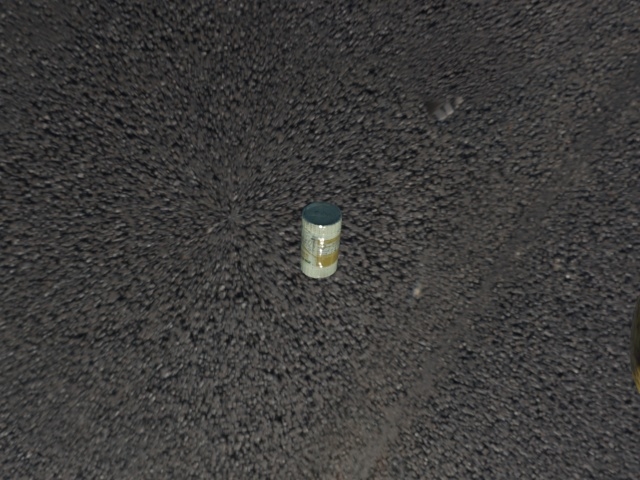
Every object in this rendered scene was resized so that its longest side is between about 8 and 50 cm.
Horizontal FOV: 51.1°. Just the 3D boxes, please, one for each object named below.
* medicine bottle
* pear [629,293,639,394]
[{"bbox_3d":[0.000,0.000,0.787,0.047,0.047,0.083,-3,133,-8],"label":"medicine bottle"},{"bbox_3d":[0.246,0.064,0.314,0.197,0.197,0.197,0,92,-8],"label":"pear"}]
